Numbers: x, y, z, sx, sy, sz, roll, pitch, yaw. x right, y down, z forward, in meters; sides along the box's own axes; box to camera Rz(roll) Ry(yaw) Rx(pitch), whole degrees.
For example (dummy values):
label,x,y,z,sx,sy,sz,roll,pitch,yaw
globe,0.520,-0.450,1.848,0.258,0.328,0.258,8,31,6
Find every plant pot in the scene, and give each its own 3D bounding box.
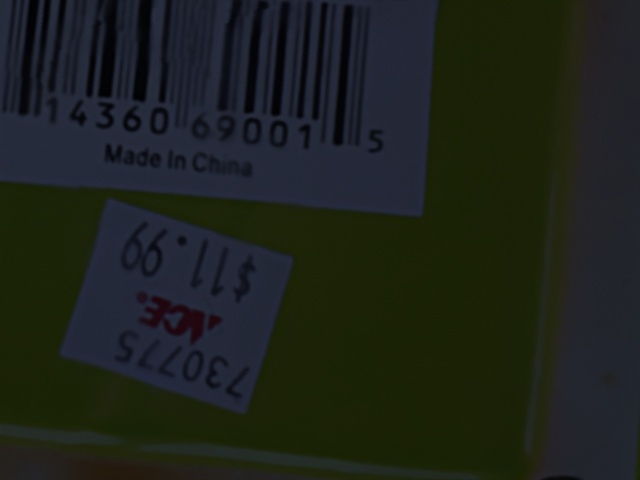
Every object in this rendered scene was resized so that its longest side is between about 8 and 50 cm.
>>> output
label,x,y,z,sx,sy,sz,roll,pitch,yaw
plant pot,-0.025,-0.014,0.409,0.228,0.227,0.207,7,172,-2
